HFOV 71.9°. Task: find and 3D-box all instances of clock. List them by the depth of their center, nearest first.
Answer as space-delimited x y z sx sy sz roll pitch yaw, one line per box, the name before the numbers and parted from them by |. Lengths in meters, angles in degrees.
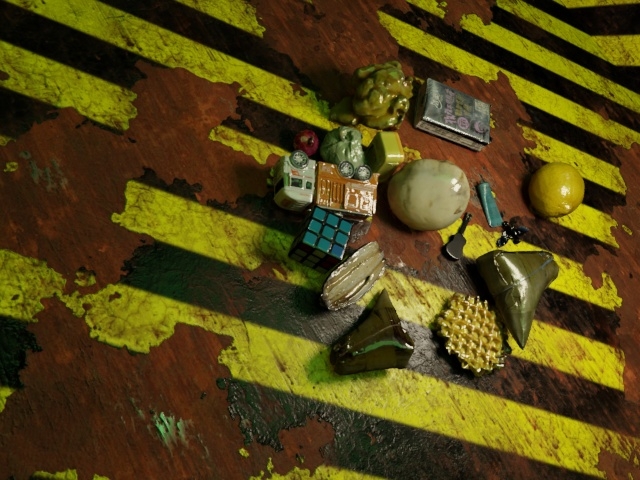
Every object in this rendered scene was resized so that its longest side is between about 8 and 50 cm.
clock | 0.247 -0.331 1.773 0.096 0.202 0.144 -1 67 -19

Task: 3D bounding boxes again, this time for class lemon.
lemon | 1.074 -0.233 2.017 0.236 0.236 0.263 43 40 2

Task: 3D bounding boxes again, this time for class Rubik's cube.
Rubik's cube | 0.000 0.000 1.561 0.162 0.163 0.161 26 61 -12

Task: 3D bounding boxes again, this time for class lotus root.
lotus root | 0.105 0.130 1.573 0.329 0.078 0.167 -33 109 -34

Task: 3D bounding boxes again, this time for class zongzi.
zongzi | 0.147 0.300 1.513 0.273 0.145 0.300 -3 51 -16
zongzi | 0.837 0.219 1.756 0.355 0.174 0.393 -3 65 -26

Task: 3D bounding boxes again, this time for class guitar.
guitar | 0.593 -0.028 1.860 0.083 0.038 0.271 37 60 -3

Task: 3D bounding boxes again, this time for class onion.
onion | -0.056 -0.388 1.752 0.107 0.097 0.107 2 87 -27

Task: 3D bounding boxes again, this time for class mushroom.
mushroom | 0.438 -0.200 1.781 0.314 0.314 0.336 41 30 1

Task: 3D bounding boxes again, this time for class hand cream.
hand cream | 0.761 -0.168 1.987 0.083 0.048 0.224 -9 77 -23

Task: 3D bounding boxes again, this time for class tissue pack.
tissue pack | 0.625 -0.590 2.076 0.361 0.122 0.260 16 65 -11

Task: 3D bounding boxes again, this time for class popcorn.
popcorn | 0.221 -0.611 1.852 0.320 0.290 0.326 9 36 -12

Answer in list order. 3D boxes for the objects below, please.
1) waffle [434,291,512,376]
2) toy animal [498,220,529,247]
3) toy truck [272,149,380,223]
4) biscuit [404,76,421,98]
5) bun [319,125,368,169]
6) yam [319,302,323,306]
waffle | 0.578 0.359 1.667 0.328 0.062 0.330 9 64 -18
toy animal | 0.847 -0.035 1.951 0.220 0.062 0.108 -27 104 -28
toy truck | 0.016 -0.184 1.643 0.387 0.173 0.207 8 73 -19
biscuit | 0.441 -0.735 2.130 0.119 0.019 0.130 15 63 -13
bun | 0.103 -0.370 1.765 0.203 0.126 0.212 -36 74 -18
yam | 0.053 0.215 1.563 0.116 0.021 0.021 -8 70 -23
